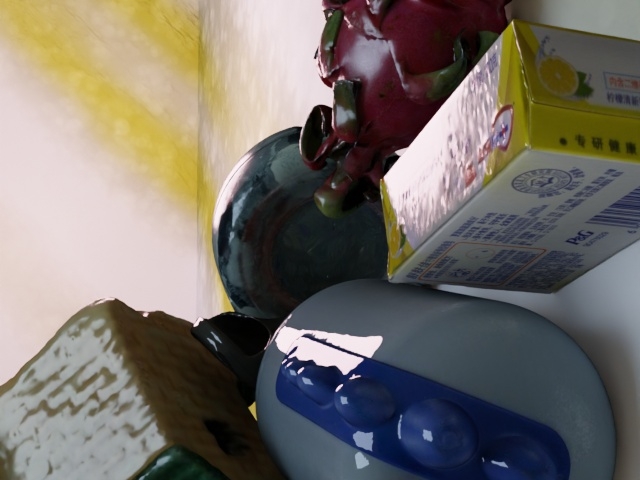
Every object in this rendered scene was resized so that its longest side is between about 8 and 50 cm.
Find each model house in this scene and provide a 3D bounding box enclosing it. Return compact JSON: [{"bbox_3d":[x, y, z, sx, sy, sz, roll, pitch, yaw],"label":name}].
[{"bbox_3d":[-0.213,0.313,1.001,0.382,0.334,0.343,-44,56,13],"label":"model house"}]

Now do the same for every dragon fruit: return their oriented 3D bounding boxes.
[{"bbox_3d":[0.083,-0.169,0.948,0.273,0.218,0.198,-44,11,35],"label":"dragon fruit"}]

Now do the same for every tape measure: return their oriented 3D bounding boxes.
[{"bbox_3d":[0.000,0.000,1.111,0.147,0.256,0.275,-119,30,-67],"label":"tape measure"}]

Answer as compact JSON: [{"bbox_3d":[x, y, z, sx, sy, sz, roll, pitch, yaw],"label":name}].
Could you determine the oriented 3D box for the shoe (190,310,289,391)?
[{"bbox_3d":[-0.039,0.125,1.029,0.093,0.241,0.108,-52,42,-4],"label":"shoe"}]

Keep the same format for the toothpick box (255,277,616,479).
[{"bbox_3d":[0.084,0.153,0.804,0.354,0.262,0.263,-178,91,-72],"label":"toothpick box"}]

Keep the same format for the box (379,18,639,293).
[{"bbox_3d":[0.166,-0.048,0.730,0.265,0.168,0.097,125,147,-63],"label":"box"}]
